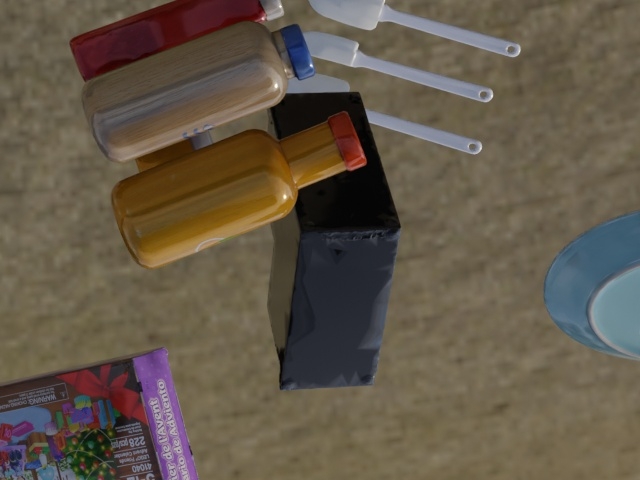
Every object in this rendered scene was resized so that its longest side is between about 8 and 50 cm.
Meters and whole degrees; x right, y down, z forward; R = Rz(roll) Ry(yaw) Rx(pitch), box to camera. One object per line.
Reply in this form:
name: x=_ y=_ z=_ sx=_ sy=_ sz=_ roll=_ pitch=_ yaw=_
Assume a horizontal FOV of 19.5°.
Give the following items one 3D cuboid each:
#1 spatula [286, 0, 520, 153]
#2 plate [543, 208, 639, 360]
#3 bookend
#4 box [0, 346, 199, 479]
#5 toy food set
spatula: x=0.081 y=-0.183 z=2.022 sx=0.242 sy=0.019 sz=0.168 roll=16 pitch=113 yaw=-8
plate: x=0.248 y=0.040 z=1.286 sx=0.188 sy=0.024 sz=0.188 roll=1 pitch=143 yaw=1
bookend: x=0.000 y=0.000 z=1.366 sx=0.072 sy=0.156 sz=0.157 roll=-2 pitch=131 yaw=-11
box: x=-0.249 y=0.226 z=1.778 sx=0.293 sy=0.201 sz=0.057 roll=-14 pitch=-178 yaw=33
toy food set: x=-0.046 y=-0.059 z=0.862 sx=0.104 sy=0.111 sz=0.232 roll=-21 pitch=-176 yaw=0
